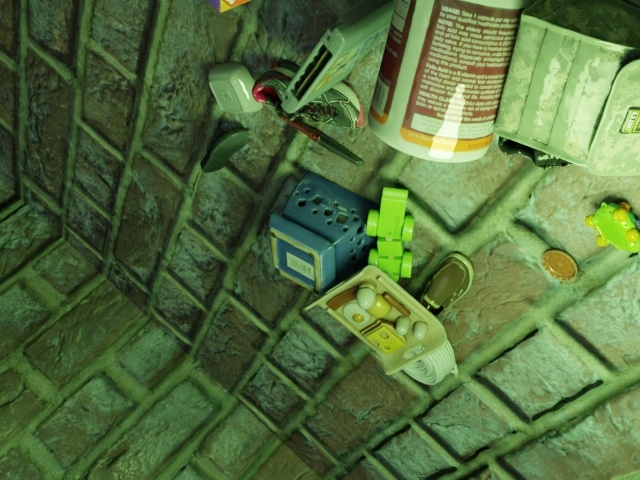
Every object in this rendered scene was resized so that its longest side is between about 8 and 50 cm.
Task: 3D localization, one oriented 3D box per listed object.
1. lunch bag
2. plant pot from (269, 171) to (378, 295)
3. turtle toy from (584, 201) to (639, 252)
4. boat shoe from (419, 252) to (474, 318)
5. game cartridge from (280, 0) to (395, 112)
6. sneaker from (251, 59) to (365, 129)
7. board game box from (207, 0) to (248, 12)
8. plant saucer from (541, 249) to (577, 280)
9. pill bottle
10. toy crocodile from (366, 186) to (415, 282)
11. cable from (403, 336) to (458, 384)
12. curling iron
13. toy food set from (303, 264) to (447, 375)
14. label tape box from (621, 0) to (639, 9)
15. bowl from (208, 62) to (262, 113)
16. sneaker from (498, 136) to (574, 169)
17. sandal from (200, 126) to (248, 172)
[{"bbox_3d":[0.448,-0.242,1.395,0.287,0.169,0.235,25,139,18],"label":"lunch bag"},{"bbox_3d":[0.000,0.000,2.306,0.236,0.212,0.236,28,143,26],"label":"plant pot"},{"bbox_3d":[0.595,-0.026,1.748,0.095,0.066,0.130,-13,117,55],"label":"turtle toy"},{"bbox_3d":[0.308,0.132,2.212,0.095,0.095,0.257,36,146,14],"label":"boat shoe"},{"bbox_3d":[0.040,-0.392,1.844,0.062,0.198,0.297,53,148,4],"label":"game cartridge"},{"bbox_3d":[-0.025,-0.322,2.076,0.299,0.112,0.121,25,142,28],"label":"sneaker"},{"bbox_3d":[-0.139,-0.685,1.519,0.356,0.356,0.356,42,147,25],"label":"board game box"},{"bbox_3d":[0.532,0.053,1.953,0.083,0.013,0.083,30,144,25],"label":"plant saucer"},{"bbox_3d":[0.227,-0.349,1.464,0.224,0.224,0.392,29,123,25],"label":"pill bottle"},{"bbox_3d":[0.178,-0.006,2.211,0.115,0.105,0.341,5,135,8],"label":"toy crocodile"},{"bbox_3d":[0.252,0.282,2.415,0.257,0.089,0.257,30,155,30],"label":"cable"},{"bbox_3d":[-0.007,-0.266,2.185,0.274,0.035,0.068,40,147,10],"label":"curling iron"},{"bbox_3d":[0.140,0.211,2.229,0.306,0.092,0.219,41,129,-17],"label":"toy food set"},{"bbox_3d":[0.539,-0.301,1.474,0.333,0.106,0.241,33,145,20],"label":"label tape box"},{"bbox_3d":[-0.228,-0.387,2.285,0.142,0.053,0.142,8,132,42],"label":"bowl"},{"bbox_3d":[0.470,-0.179,1.663,0.286,0.130,0.109,12,132,39],"label":"sneaker"},{"bbox_3d":[-0.281,-0.260,2.455,0.254,0.097,0.054,-34,72,56],"label":"sandal"}]
